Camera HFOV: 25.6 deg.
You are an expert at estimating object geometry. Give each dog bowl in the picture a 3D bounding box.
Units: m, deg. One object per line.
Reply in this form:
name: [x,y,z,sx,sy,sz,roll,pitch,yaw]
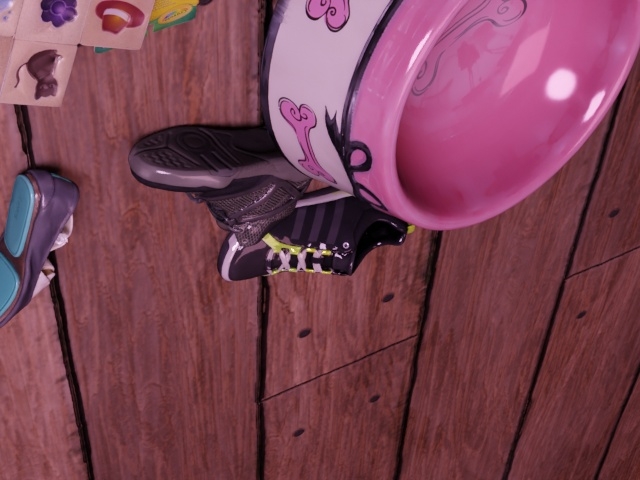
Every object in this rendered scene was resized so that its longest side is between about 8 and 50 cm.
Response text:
dog bowl: [0.148,-0.186,1.355,0.408,0.150,0.408,-28,141,-25]

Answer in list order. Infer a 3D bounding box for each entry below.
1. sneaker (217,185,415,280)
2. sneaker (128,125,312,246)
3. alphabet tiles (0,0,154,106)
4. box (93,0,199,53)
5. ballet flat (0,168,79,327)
sneaker: [0.000,0.000,1.579,0.234,0.097,0.084,-23,146,-17]
sneaker: [-0.104,-0.050,1.430,0.227,0.087,0.130,-7,133,-44]
alphabet tiles: [-0.228,-0.257,1.040,0.285,0.011,0.342,0,122,-38]
box: [-0.158,-0.240,1.172,0.105,0.043,0.179,-23,144,-18]
ballet flat: [-0.284,0.014,1.372,0.074,0.074,0.203,-3,134,-40]
